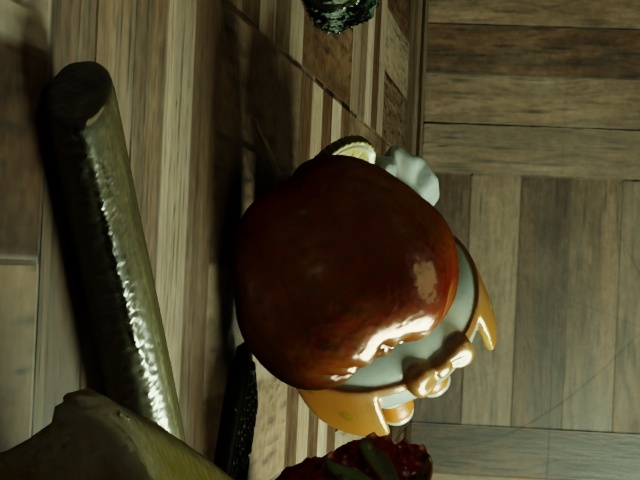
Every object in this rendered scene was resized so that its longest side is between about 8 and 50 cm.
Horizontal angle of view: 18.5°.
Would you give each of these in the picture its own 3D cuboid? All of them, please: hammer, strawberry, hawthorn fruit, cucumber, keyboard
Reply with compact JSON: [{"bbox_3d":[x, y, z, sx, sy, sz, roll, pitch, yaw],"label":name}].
[{"bbox_3d":[-0.066,0.083,0.762,0.111,0.043,0.365,-79,167,-45],"label":"hammer"},{"bbox_3d":[0.000,0.164,1.078,0.192,0.085,0.140,-65,-179,-72],"label":"strawberry"},{"bbox_3d":[0.006,0.015,1.049,0.125,0.140,0.125,-44,153,-29],"label":"hawthorn fruit"},{"bbox_3d":[0.014,-0.165,1.302,0.181,0.053,0.053,17,75,-84],"label":"cucumber"},{"bbox_3d":[-0.050,0.150,1.023,0.067,0.011,0.202,85,10,-50],"label":"keyboard"}]

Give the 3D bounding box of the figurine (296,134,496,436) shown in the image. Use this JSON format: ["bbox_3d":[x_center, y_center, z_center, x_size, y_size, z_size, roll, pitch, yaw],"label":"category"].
[{"bbox_3d":[0.033,0.031,1.198,0.271,0.143,0.143,82,12,-67],"label":"figurine"}]

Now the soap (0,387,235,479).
[{"bbox_3d":[-0.045,0.140,0.574,0.257,0.080,0.160,62,9,-77],"label":"soap"}]
